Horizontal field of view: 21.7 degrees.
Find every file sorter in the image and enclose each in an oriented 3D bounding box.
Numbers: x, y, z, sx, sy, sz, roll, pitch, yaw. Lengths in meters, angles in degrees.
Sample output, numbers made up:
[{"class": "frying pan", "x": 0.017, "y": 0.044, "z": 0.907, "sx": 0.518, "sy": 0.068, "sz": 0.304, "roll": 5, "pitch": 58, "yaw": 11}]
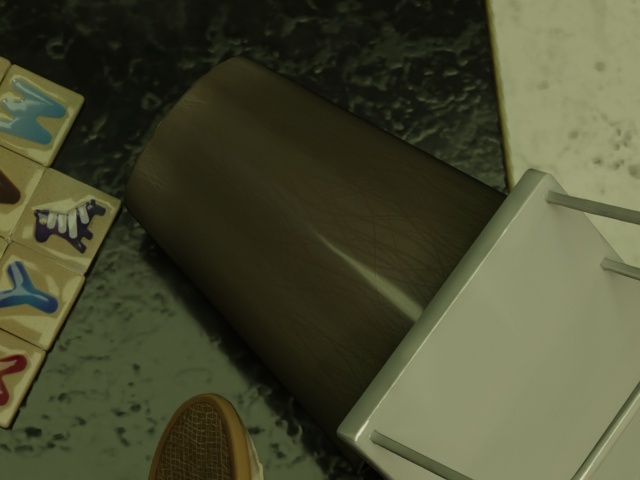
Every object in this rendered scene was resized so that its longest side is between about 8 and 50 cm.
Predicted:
[{"class": "file sorter", "x": 0.191, "y": 0.131, "z": 0.949, "sx": 0.193, "sy": 0.173, "sz": 0.278, "roll": -52, "pitch": 123, "yaw": -12}]

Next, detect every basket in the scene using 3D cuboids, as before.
[{"class": "basket", "x": 0.000, "y": 0.000, "z": 1.060, "sx": 0.227, "sy": 0.154, "sz": 0.204, "roll": 37, "pitch": 76, "yaw": 11}]

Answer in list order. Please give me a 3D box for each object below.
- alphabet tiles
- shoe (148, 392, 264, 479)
[{"class": "alphabet tiles", "x": -0.323, "y": -0.022, "z": 1.121, "sx": 0.342, "sy": 0.011, "sz": 0.285, "roll": 25, "pitch": 76, "yaw": 4}, {"class": "shoe", "x": -0.064, "y": 0.207, "z": 1.054, "sx": 0.076, "sy": 0.058, "sz": 0.219, "roll": -13, "pitch": 69, "yaw": 27}]
